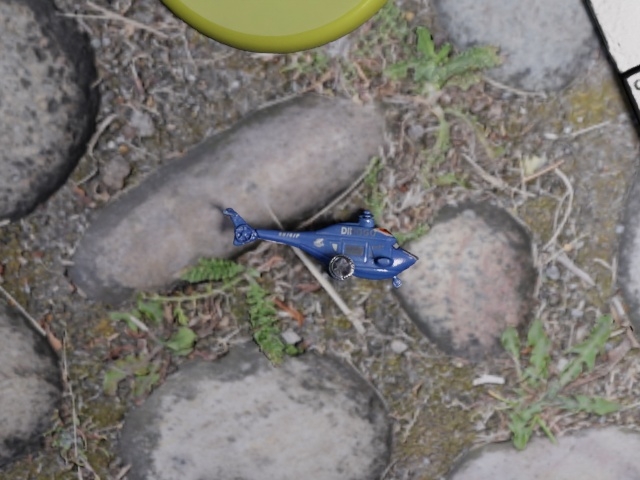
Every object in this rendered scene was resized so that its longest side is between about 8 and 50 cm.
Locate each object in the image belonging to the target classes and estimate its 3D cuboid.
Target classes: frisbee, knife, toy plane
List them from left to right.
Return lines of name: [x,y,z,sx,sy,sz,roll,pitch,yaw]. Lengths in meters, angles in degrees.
frisbee: [-0.038,-0.254,0.750,0.236,0.017,0.236,1,113,3]
toy plane: [0.000,0.000,0.844,0.167,0.054,0.062,9,88,-2]
knife: [0.248,-0.168,0.772,0.072,0.019,0.245,-24,108,11]
